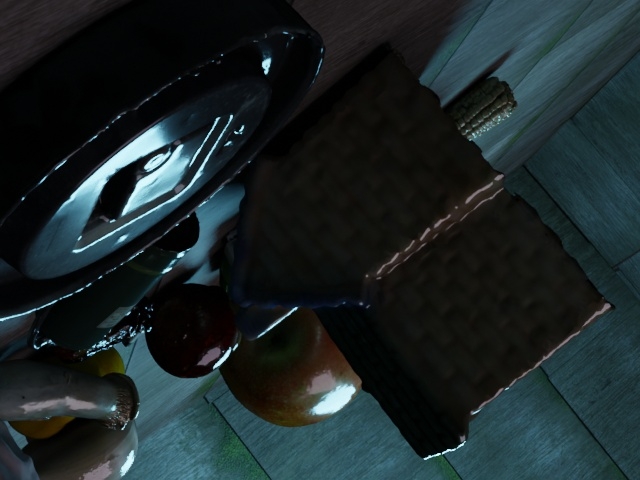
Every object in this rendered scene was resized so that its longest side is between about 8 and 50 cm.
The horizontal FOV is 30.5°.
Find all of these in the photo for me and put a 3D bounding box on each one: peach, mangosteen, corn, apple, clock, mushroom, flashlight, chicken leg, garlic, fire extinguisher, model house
[{"bbox_3d":[-0.363,0.210,1.660,0.179,0.103,0.179,-33,172,-5],"label":"peach"},{"bbox_3d":[-0.185,0.148,1.850,0.181,0.146,0.156,35,86,-47],"label":"mangosteen"},{"bbox_3d":[0.259,-0.218,2.143,0.211,0.087,0.087,-33,174,11],"label":"corn"},{"bbox_3d":[-0.058,0.197,2.249,0.319,0.319,0.277,-40,155,15],"label":"apple"},{"bbox_3d":[-0.165,-0.075,0.999,0.386,0.076,0.386,-38,173,-5],"label":"clock"},{"bbox_3d":[-0.330,0.198,1.515,0.223,0.081,0.092,11,147,-42],"label":"mushroom"},{"bbox_3d":[-0.295,0.143,1.893,0.083,0.018,0.018,-44,170,38],"label":"flashlight"},{"bbox_3d":[-0.297,0.116,1.560,0.105,0.063,0.234,-47,168,28],"label":"chicken leg"},{"bbox_3d":[-0.373,0.314,1.684,0.266,0.128,0.148,-17,173,-32],"label":"garlic"},{"bbox_3d":[-0.251,0.052,1.300,0.294,0.093,0.118,-42,172,37],"label":"fire extinguisher"},{"bbox_3d":[0.106,0.044,1.598,0.400,0.445,0.395,-41,174,5],"label":"model house"}]

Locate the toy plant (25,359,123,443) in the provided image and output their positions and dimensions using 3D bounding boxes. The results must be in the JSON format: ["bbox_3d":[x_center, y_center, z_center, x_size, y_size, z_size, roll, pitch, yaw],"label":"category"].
[{"bbox_3d":[-0.385,0.258,1.864,0.143,0.105,0.200,-34,-171,41],"label":"toy plant"}]

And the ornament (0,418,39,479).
[{"bbox_3d":[-0.397,0.259,0.988,0.337,0.337,0.337,-37,172,-6],"label":"ornament"}]

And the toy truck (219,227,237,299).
[{"bbox_3d":[-0.103,0.038,1.881,0.125,0.101,0.242,-25,172,-11],"label":"toy truck"}]
